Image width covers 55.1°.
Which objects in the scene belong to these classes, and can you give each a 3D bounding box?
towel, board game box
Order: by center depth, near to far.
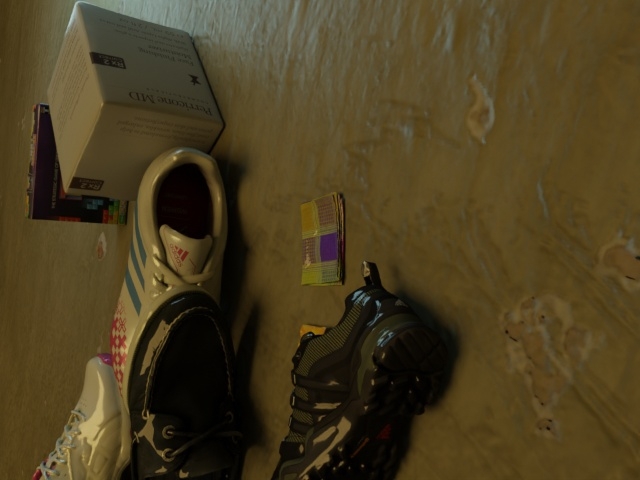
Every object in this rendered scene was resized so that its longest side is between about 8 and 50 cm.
[{"bbox_3d":[0.000,0.000,0.567,0.060,0.009,0.083,-6,82,51],"label":"towel"},{"bbox_3d":[-0.367,-0.113,0.939,0.048,0.141,0.170,11,97,52],"label":"board game box"}]

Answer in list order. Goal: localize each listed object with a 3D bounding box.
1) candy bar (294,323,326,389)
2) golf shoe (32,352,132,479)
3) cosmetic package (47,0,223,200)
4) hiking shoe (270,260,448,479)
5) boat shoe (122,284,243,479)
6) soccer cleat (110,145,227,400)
[{"bbox_3d":[-0.011,0.158,0.564,0.040,0.018,0.162,1,89,56],"label":"candy bar"},{"bbox_3d":[-0.344,0.320,0.885,0.115,0.140,0.307,-8,80,53],"label":"golf shoe"},{"bbox_3d":[-0.239,-0.166,0.770,0.151,0.151,0.184,-50,52,37],"label":"cosmetic package"},{"bbox_3d":[0.015,0.132,0.497,0.227,0.086,0.114,-60,32,22],"label":"hiking shoe"},{"bbox_3d":[-0.132,0.218,0.629,0.113,0.127,0.340,28,111,48],"label":"boat shoe"},{"bbox_3d":[-0.165,0.056,0.676,0.143,0.116,0.332,173,100,-68],"label":"soccer cleat"}]
